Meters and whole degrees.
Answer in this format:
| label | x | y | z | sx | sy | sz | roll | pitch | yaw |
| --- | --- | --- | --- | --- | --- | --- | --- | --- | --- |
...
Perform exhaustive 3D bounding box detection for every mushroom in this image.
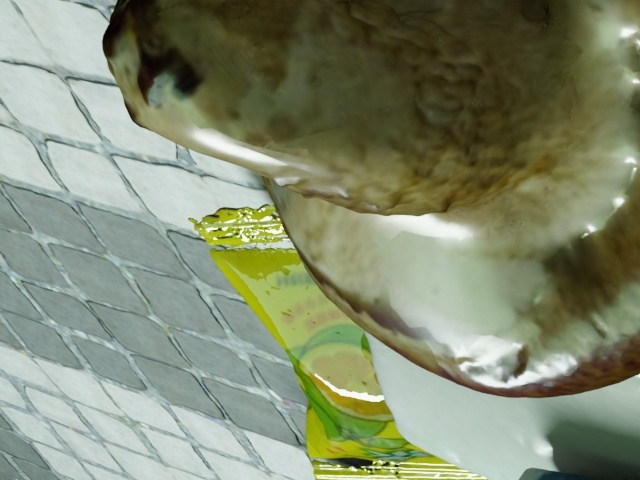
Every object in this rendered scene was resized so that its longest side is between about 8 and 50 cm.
| label | x | y | z | sx | sy | sz | roll | pitch | yaw |
| --- | --- | --- | --- | --- | --- | --- | --- | --- | --- |
| mushroom | 0.057 | -0.047 | 0.712 | 0.267 | 0.254 | 0.267 | 50 | 162 | 22 |

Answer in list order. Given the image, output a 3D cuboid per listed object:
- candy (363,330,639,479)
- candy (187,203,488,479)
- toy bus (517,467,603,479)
| label | x | y | z | sx | sy | sz | roll | pitch | yaw |
| --- | --- | --- | --- | --- | --- | --- | --- | --- | --- |
| candy | 0.195 | 0.058 | 0.880 | 0.358 | 0.145 | 0.208 | 18 | 152 | 26 |
| candy | 0.043 | 0.081 | 1.162 | 0.187 | 0.081 | 0.297 | -1 | 133 | 22 |
| toy bus | 0.215 | 0.194 | 0.814 | 0.297 | 0.106 | 0.131 | 4 | 140 | 44 |
